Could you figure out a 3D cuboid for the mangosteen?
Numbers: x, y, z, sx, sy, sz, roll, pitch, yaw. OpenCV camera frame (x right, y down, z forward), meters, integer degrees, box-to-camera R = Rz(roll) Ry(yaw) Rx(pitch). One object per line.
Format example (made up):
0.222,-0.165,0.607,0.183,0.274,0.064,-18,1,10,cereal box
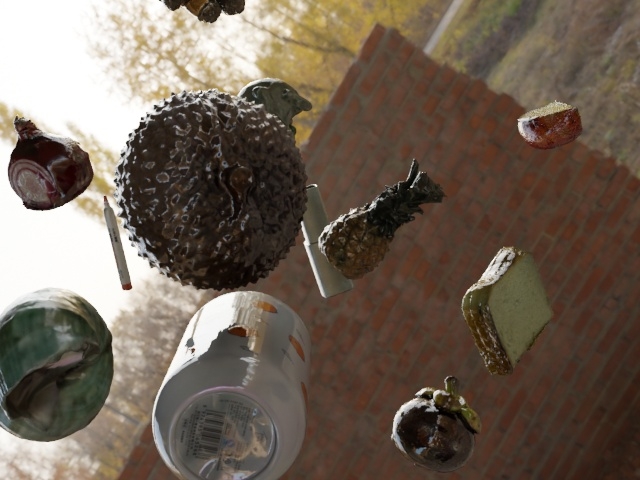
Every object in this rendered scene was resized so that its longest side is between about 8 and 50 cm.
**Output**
0.270,0.414,1.762,0.192,0.192,0.217,-156,90,-87,mangosteen

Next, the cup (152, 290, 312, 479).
-0.121,0.216,1.114,0.212,0.212,0.317,-59,6,10,cup

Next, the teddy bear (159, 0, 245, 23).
-0.224,-0.447,1.287,0.190,0.140,0.177,-36,-64,-68,teddy bear

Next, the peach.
0.517,-0.250,1.707,0.127,0.092,0.172,-24,17,-18,peach

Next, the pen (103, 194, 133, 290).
-0.433,0.006,1.642,0.026,0.026,0.218,-66,-28,-64,pen

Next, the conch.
-0.364,0.171,1.023,0.277,0.195,0.220,-30,15,32,conch

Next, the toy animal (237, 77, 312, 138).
-0.130,-0.241,1.496,0.125,0.127,0.251,-31,18,-31,toy animal

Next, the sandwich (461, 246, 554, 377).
0.436,0.159,1.808,0.087,0.226,0.251,-4,29,43,sandwich

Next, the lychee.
-0.159,-0.076,1.128,0.300,0.300,0.300,-59,3,6,lychee

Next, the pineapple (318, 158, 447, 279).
0.116,-0.036,1.431,0.248,0.128,0.128,-41,9,19,pineapple

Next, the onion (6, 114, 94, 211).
-0.545,-0.167,1.556,0.135,0.173,0.198,-51,-48,-59,onion

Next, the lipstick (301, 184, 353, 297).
0.000,0.000,1.779,0.078,0.252,0.079,-20,10,-7,lipstick
